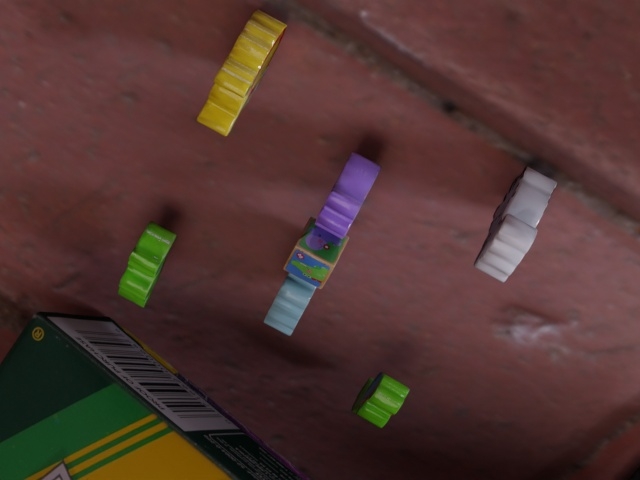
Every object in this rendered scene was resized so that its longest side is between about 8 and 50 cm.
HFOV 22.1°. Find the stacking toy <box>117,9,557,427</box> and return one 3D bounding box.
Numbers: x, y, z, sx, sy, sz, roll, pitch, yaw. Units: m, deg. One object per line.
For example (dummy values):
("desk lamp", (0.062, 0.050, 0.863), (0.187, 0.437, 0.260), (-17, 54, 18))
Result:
("stacking toy", (0.000, 0.000, 0.837), (0.167, 0.052, 0.221), (29, 140, -2))

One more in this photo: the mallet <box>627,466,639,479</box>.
("mallet", (0.155, 0.158, 0.934), (0.062, 0.039, 0.190), (20, 134, 1))

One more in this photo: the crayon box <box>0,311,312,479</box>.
("crayon box", (-0.091, 0.271, 0.897), (0.363, 0.106, 0.313), (37, 97, 19))
